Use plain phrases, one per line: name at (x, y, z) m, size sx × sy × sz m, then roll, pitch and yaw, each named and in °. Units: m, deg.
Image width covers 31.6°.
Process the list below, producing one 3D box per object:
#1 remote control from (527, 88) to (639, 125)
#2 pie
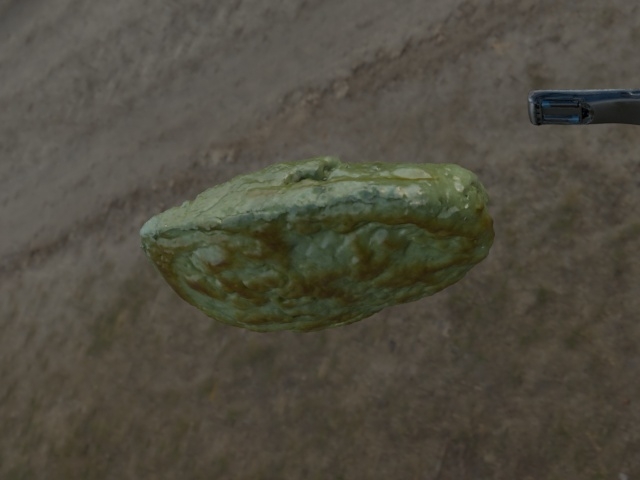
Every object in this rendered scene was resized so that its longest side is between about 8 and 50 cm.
remote control at (0.371, -0.169, 1.440) m, size 0.212 × 0.059 × 0.028 m, roll 2°, pitch 50°, yaw 17°
pie at (0.000, 0.000, 0.794) m, size 0.248 × 0.201 × 0.090 m, roll -10°, pitch 65°, yaw 15°
